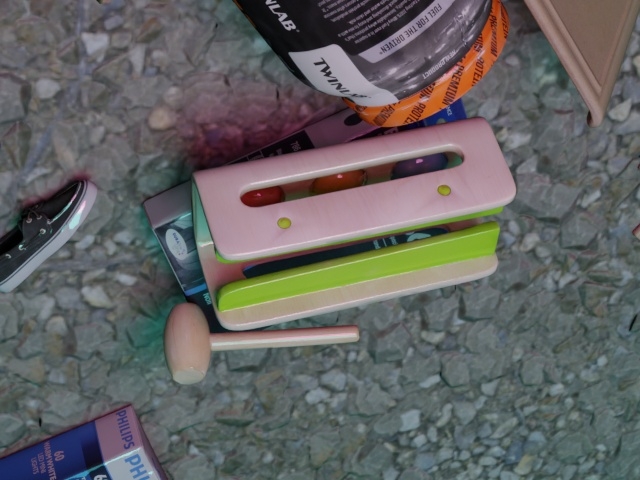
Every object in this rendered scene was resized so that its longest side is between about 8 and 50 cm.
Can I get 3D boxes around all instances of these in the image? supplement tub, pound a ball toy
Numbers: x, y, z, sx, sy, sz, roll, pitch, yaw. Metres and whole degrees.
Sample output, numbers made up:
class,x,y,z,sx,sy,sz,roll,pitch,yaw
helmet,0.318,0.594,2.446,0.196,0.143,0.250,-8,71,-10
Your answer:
class,x,y,z,sx,sy,sz,roll,pitch,yaw
supplement tub,0.005,-0.264,1.187,0.207,0.207,0.338,-37,123,5
pound a ball toy,0.000,0.000,1.333,0.319,0.135,0.208,-12,146,-11

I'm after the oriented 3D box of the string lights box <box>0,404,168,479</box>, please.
class,x,y,z,sx,sy,sz,roll,pitch,yaw
string lights box,-0.287,0.287,1.491,0.260,0.076,0.133,-22,124,-5

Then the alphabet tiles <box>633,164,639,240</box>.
class,x,y,z,sx,sy,sz,roll,pitch,yaw
alphabet tiles,0.512,-0.088,1.573,0.285,0.011,0.342,36,104,-31

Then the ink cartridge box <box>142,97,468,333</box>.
class,x,y,z,sx,sy,sz,roll,pitch,yaw
ink cartridge box,0.010,-0.031,1.412,0.333,0.065,0.165,-26,123,-3

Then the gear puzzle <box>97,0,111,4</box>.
class,x,y,z,sx,sy,sz,roll,pitch,yaw
gear puzzle,-0.181,-0.359,1.089,0.044,0.175,0.338,-3,120,-27

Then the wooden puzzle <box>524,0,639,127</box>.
class,x,y,z,sx,sy,sz,roll,pitch,yaw
wooden puzzle,0.225,-0.255,1.291,0.044,0.221,0.238,-4,135,35

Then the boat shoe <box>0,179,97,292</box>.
class,x,y,z,sx,sy,sz,roll,pitch,yaw
boat shoe,-0.266,-0.008,1.344,0.142,0.049,0.040,-44,122,12
